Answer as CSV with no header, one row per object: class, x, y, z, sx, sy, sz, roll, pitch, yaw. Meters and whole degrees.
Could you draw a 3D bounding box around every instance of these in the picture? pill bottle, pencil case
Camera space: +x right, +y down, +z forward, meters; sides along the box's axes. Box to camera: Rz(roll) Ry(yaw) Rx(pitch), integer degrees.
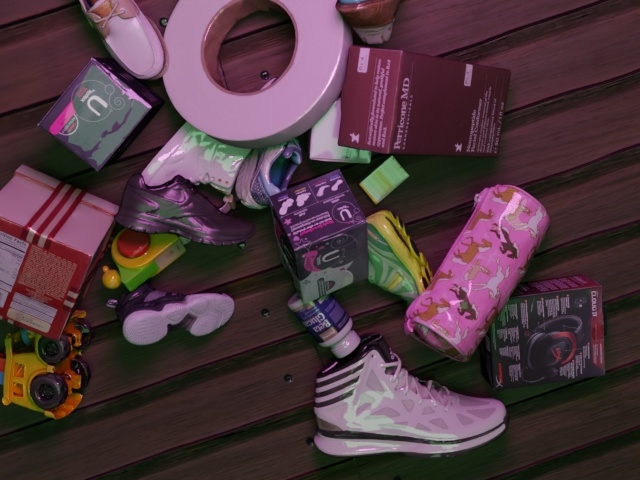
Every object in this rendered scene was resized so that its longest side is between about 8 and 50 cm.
pill bottle,0.012,0.177,1.833,0.094,0.094,0.169,-38,102,3
pencil case,0.332,0.069,1.752,0.386,0.167,0.160,-57,140,-14

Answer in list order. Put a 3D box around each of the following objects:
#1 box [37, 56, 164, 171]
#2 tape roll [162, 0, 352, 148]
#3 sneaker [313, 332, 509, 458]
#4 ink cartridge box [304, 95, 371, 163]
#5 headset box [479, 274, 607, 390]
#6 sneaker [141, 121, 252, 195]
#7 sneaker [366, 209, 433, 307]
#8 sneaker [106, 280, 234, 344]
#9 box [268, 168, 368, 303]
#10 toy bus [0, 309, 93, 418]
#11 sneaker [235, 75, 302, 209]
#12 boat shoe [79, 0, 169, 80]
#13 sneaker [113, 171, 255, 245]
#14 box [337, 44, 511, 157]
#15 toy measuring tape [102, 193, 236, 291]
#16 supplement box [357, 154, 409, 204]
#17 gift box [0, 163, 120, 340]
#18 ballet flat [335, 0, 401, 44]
box,-0.420,-0.253,1.615,0.143,0.270,0.165,40,95,-12
tape roll,-0.128,-0.376,1.626,0.391,0.072,0.392,-3,80,18
sneaker,0.202,0.338,1.845,0.447,0.169,0.258,-4,104,-2
ink cartridge box,0.037,-0.235,1.709,0.127,0.176,0.128,3,101,-6
headset box,0.515,0.206,1.877,0.293,0.110,0.218,-8,102,-4
sneaker,-0.271,-0.133,1.738,0.169,0.108,0.292,43,94,-9
sneaker,0.169,0.068,1.836,0.123,0.109,0.296,-19,110,28
sneaker,-0.327,0.137,1.791,0.268,0.153,0.101,-9,124,-38
box,0.000,0.000,1.695,0.163,0.247,0.142,-23,60,-9
toy bus,-0.616,0.253,1.780,0.211,0.149,0.221,9,99,9
sneaker,-0.080,-0.200,1.701,0.110,0.122,0.283,15,82,-44
boat shoe,-0.413,-0.447,1.621,0.113,0.103,0.302,-36,85,10
sneaker,-0.265,-0.063,1.670,0.286,0.109,0.130,11,93,-20
box,0.214,-0.268,1.634,0.381,0.143,0.191,-5,106,-45
toy measuring tape,-0.339,-0.017,1.769,0.330,0.121,0.121,-40,103,-13
supplement box,0.137,-0.135,1.810,0.098,0.036,0.062,-40,102,4
gift box,-0.578,0.026,1.671,0.255,0.258,0.276,29,115,-12
ballet flat,0.111,-0.458,1.609,0.116,0.342,0.124,2,122,13
